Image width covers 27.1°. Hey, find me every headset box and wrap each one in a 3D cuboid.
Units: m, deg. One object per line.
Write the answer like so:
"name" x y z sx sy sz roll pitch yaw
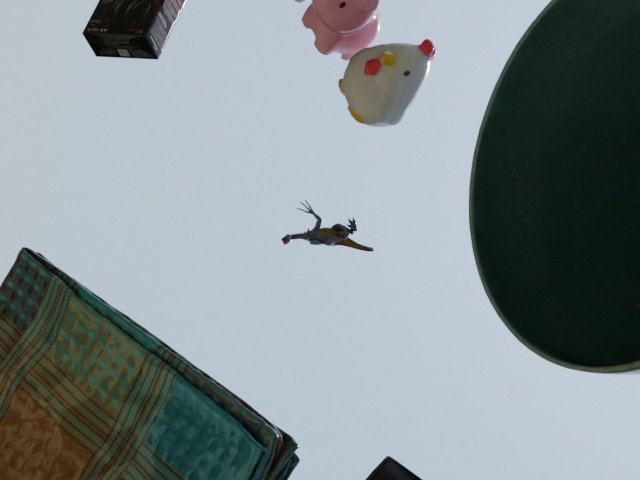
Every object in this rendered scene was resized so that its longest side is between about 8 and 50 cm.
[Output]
"headset box" -0.154 -0.194 1.117 0.062 0.032 0.083 7 -121 23

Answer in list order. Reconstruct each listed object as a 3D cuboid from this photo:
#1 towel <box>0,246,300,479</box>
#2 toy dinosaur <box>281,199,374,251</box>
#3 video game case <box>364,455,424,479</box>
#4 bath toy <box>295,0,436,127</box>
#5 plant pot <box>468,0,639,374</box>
"towel" -0.213 0.192 1.119 0.370 0.040 0.271 32 -89 37
"toy dinosaur" 0.000 0.000 1.498 0.082 0.090 0.047 -21 -154 38
"video game case" 0.117 0.300 0.891 0.275 0.035 0.248 34 -42 17
"bath toy" 0.028 -0.303 1.636 0.129 0.151 0.348 -39 -112 29
"plant pot" 0.273 -0.040 0.928 0.290 0.195 0.290 -25 -120 51
